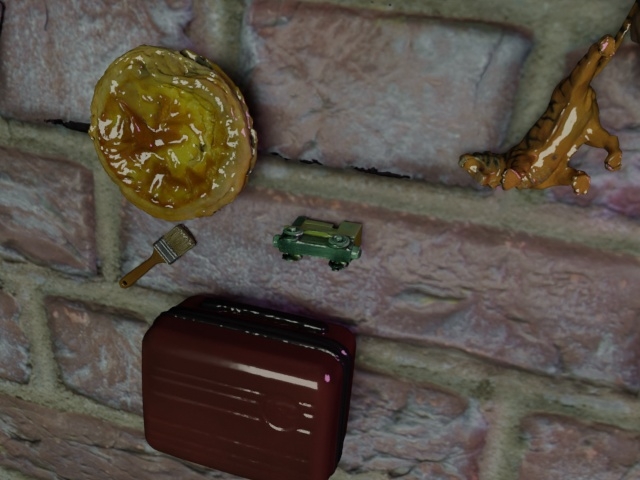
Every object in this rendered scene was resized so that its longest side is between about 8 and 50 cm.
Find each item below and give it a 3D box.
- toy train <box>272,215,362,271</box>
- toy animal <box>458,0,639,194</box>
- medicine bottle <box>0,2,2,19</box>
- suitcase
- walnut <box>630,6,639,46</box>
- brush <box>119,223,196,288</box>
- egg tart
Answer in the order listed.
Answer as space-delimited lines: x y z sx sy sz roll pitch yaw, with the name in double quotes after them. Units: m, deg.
0.000 0.000 0.811 0.122 0.081 0.050 10 120 15 "toy train"
0.282 -0.145 0.674 0.114 0.116 0.255 27 111 -19 "toy animal"
-0.574 -0.327 0.869 0.188 0.088 0.132 30 115 5 "medicine bottle"
-0.103 0.216 0.877 0.297 0.161 0.236 11 112 14 "suitcase"
0.422 -0.172 0.588 0.204 0.141 0.238 -28 104 7 "walnut"
-0.263 0.032 0.944 0.170 0.014 0.043 -34 98 26 "brush"
-0.192 -0.144 0.808 0.241 0.106 0.241 6 114 15 "egg tart"
